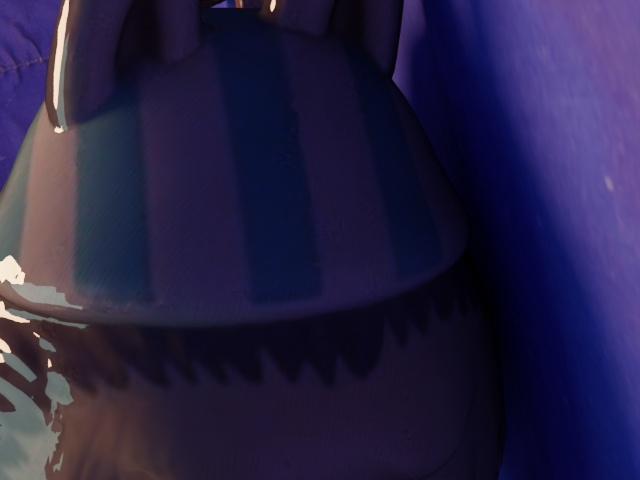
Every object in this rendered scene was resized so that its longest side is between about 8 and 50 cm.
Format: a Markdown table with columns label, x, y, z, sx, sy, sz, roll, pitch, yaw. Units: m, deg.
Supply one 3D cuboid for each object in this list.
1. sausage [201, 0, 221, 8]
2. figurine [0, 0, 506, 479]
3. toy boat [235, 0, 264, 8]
| label | x | y | z | sx | sy | sz | roll | pitch | yaw |
| --- | --- | --- | --- | --- | --- | --- | --- | --- | --- |
| sausage | -0.181 | -0.362 | 1.241 | 0.125 | 0.117 | 0.317 | -15 | 90 | 68 |
| figurine | 0.000 | 0.000 | 0.607 | 0.361 | 0.266 | 0.377 | -60 | -8 | -65 |
| toy boat | -0.052 | -0.183 | 0.985 | 0.122 | 0.034 | 0.096 | -135 | 35 | -79 |
